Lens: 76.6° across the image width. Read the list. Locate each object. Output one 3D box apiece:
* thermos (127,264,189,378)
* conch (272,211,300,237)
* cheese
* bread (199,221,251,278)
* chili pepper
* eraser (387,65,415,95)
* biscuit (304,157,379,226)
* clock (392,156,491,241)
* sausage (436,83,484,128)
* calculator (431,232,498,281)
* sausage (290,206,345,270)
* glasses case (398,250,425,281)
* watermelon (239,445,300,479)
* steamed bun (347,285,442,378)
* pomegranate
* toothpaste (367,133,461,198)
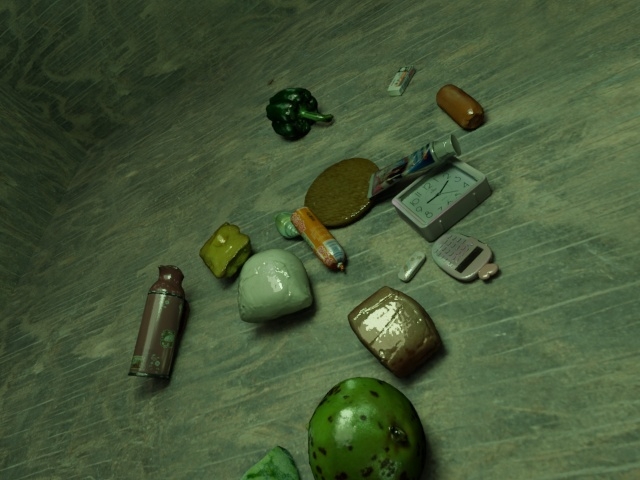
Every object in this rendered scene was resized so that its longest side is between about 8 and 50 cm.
[{"bbox_3d":[-0.460,0.236,1.207,0.109,0.136,0.330,-26,53,55],"label":"thermos"},{"bbox_3d":[-0.095,-0.054,1.244,0.088,0.065,0.180,-47,38,-4],"label":"conch"},{"bbox_3d":[-0.120,0.113,1.060,0.198,0.154,0.189,-19,65,17],"label":"cheese"},{"bbox_3d":[-0.305,0.033,1.316,0.161,0.088,0.233,-44,40,-10],"label":"bread"},{"bbox_3d":[-0.079,-0.483,1.515,0.261,0.165,0.174,14,54,40],"label":"chili pepper"},{"bbox_3d":[0.280,-0.552,1.401,0.052,0.029,0.122,13,64,42],"label":"eraser"},{"bbox_3d":[0.067,-0.145,1.221,0.262,0.037,0.262,-19,47,22],"label":"biscuit"},{"bbox_3d":[0.296,-0.108,1.004,0.197,0.063,0.150,-39,42,3],"label":"clock"},{"bbox_3d":[0.392,-0.385,1.152,0.076,0.076,0.197,-32,42,11],"label":"sausage"},{"bbox_3d":[0.318,0.038,0.900,0.103,0.024,0.166,-44,40,-3],"label":"calculator"},{"bbox_3d":[0.000,0.000,1.111,0.071,0.071,0.234,-40,52,2],"label":"sausage"},{"bbox_3d":[0.216,0.061,0.956,0.083,0.021,0.032,-50,41,-8],"label":"glasses case"},{"bbox_3d":[-0.113,0.500,0.783,0.098,0.121,0.158,37,85,25],"label":"watermelon"},{"bbox_3d":[0.156,0.186,0.844,0.145,0.106,0.175,-39,56,-4],"label":"steamed bun"},{"bbox_3d":[0.068,0.353,0.716,0.263,0.211,0.211,-41,29,54],"label":"pomegranate"},{"bbox_3d":[0.230,-0.191,1.055,0.266,0.061,0.096,-23,39,39],"label":"toothpaste"}]
